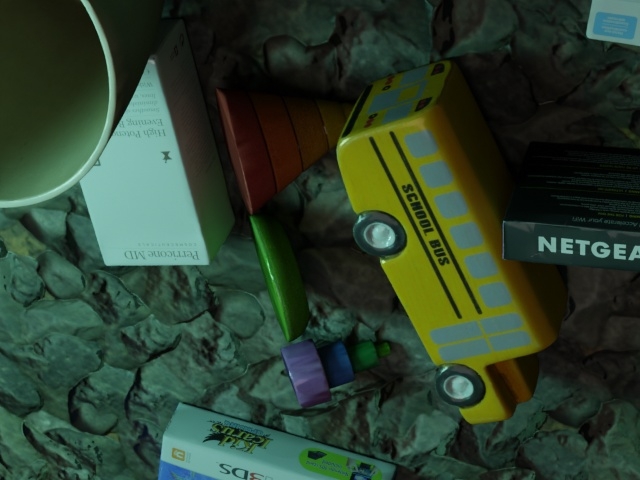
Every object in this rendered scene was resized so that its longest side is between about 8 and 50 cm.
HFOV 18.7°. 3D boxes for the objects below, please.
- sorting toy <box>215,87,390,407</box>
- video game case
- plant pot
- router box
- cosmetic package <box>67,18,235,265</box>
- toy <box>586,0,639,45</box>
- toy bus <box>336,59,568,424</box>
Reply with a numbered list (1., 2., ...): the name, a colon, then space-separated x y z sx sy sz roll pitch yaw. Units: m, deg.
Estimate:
1. sorting toy: 0.000 0.000 1.844 0.126 0.127 0.365 -18 125 -5
2. video game case: -0.059 0.320 2.102 0.244 0.061 0.269 16 129 9
3. plant pot: -0.235 -0.204 1.634 0.257 0.274 0.256 10 122 16
4. router box: 0.257 -0.029 1.693 0.179 0.133 0.046 5 126 16
5. cosmetic package: -0.166 -0.089 1.825 0.117 0.085 0.231 -1 123 20
6. toy: 0.289 -0.231 1.501 0.137 0.056 0.237 10 130 5
7. toy bus: 0.127 0.008 1.781 0.130 0.108 0.332 -16 118 26
